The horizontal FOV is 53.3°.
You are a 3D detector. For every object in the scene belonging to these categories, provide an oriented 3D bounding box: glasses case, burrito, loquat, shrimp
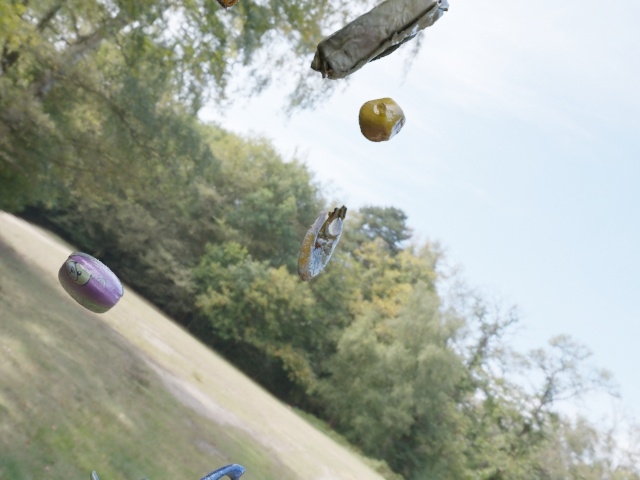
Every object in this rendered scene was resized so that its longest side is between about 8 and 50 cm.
[{"bbox_3d":[-0.456,0.087,1.261,0.123,0.076,0.316,44,-22,-11],"label":"glasses case"},{"bbox_3d":[0.070,-0.251,0.775,0.058,0.188,0.045,63,19,-2],"label":"burrito"},{"bbox_3d":[0.165,-0.324,1.730,0.137,0.137,0.113,55,17,-59],"label":"loquat"},{"bbox_3d":[0.004,0.002,1.373,0.052,0.187,0.132,21,-11,16],"label":"shrimp"}]

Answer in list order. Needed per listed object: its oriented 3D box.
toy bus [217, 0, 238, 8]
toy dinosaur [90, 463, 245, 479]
[{"bbox_3d":[-0.232,-0.562,1.333,0.194,0.083,0.088,38,-6,33],"label":"toy bus"},{"bbox_3d":[-0.233,0.377,0.992,0.075,0.188,0.247,37,-20,42],"label":"toy dinosaur"}]
